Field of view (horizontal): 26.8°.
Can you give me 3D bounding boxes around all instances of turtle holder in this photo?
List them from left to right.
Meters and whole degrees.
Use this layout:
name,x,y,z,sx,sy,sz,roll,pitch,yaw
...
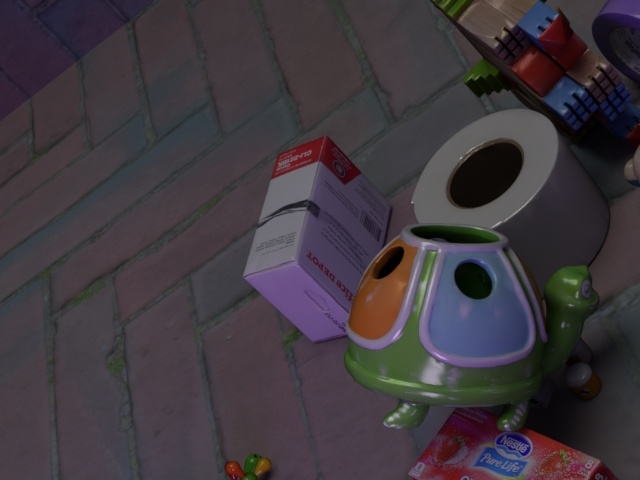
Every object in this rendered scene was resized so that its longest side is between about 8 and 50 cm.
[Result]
name,x,y,z,sx,sy,sz,roll,pitch,yaw
turtle holder,0.193,0.103,1.698,0.320,0.228,0.243,6,13,7

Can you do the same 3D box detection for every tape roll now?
name,x,y,z,sx,sy,sz,roll,pitch,yaw
tape roll,0.284,-0.050,1.997,0.246,0.169,0.246,-27,38,24
tape roll,0.509,-0.307,2.022,0.080,0.189,0.189,-53,36,-12

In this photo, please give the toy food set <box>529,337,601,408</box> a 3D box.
name,x,y,z,sx,sy,sz,roll,pitch,yaw
toy food set,0.270,0.155,1.851,0.232,0.104,0.111,-1,53,45

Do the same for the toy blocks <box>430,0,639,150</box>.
name,x,y,z,sx,sy,sz,roll,pitch,yaw
toy blocks,0.348,-0.253,2.007,0.191,0.381,0.261,-47,46,5

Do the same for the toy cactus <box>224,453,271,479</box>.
name,x,y,z,sx,sy,sz,roll,pitch,yaw
toy cactus,-0.139,0.420,2.004,0.180,0.112,0.219,-32,44,33

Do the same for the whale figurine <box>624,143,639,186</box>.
name,x,y,z,sx,sy,sz,roll,pitch,yaw
whale figurine,0.535,-0.121,1.882,0.216,0.141,0.272,-30,12,19

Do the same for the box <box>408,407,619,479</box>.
name,x,y,z,sx,sy,sz,roll,pitch,yaw
box,0.253,0.314,1.687,0.128,0.122,0.257,-52,35,-14

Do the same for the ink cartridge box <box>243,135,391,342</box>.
name,x,y,z,sx,sy,sz,roll,pitch,yaw
ink cartridge box,0.000,0.000,2.203,0.114,0.197,0.273,-19,41,34
